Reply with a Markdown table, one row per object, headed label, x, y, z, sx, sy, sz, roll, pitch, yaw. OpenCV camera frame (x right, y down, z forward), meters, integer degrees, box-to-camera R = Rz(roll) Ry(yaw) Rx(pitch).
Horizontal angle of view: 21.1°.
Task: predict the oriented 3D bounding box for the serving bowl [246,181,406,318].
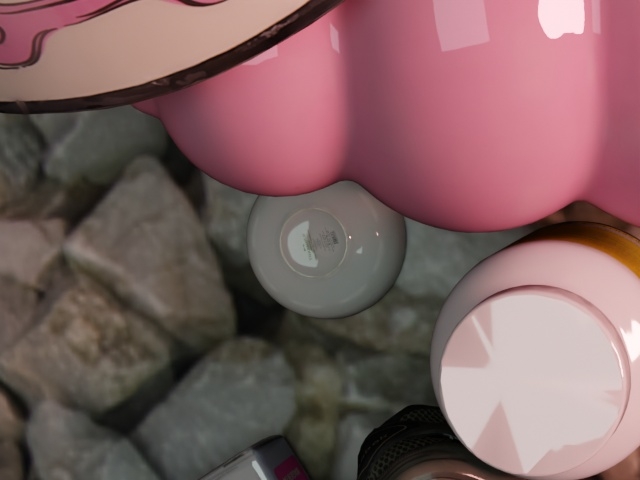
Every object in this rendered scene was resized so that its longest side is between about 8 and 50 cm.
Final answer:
| label | x | y | z | sx | sy | sz | roll | pitch | yaw |
| --- | --- | --- | --- | --- | --- | --- | --- | --- | --- |
| serving bowl | 0.000 | 0.000 | 0.862 | 0.083 | 0.027 | 0.083 | 1 | 95 | 14 |

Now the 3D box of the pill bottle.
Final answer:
| label | x | y | z | sx | sy | sz | roll | pitch | yaw |
| --- | --- | --- | --- | --- | --- | --- | --- | --- | --- |
| pill bottle | 0.105 | 0.048 | 0.755 | 0.103 | 0.184 | 0.103 | 1 | 95 | 15 |

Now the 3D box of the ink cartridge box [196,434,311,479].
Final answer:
| label | x | y | z | sx | sy | sz | roll | pitch | yaw |
| --- | --- | --- | --- | --- | --- | --- | --- | --- | --- |
| ink cartridge box | -0.020 | 0.278 | 0.874 | 0.186 | 0.065 | 0.311 | -33 | 84 | 16 |

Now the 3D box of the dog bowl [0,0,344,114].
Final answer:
| label | x | y | z | sx | sy | sz | roll | pitch | yaw |
| --- | --- | --- | --- | --- | --- | --- | --- | --- | --- |
| dog bowl | -0.110 | -0.264 | 0.656 | 0.408 | 0.150 | 0.408 | -8 | 70 | 21 |

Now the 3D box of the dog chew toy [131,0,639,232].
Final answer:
| label | x | y | z | sx | sy | sz | roll | pitch | yaw |
| --- | --- | --- | --- | --- | --- | --- | --- | --- | --- |
| dog chew toy | 0.082 | -0.095 | 0.715 | 0.332 | 0.206 | 0.206 | -5 | 93 | 0 |

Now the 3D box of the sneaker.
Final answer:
| label | x | y | z | sx | sy | sz | roll | pitch | yaw |
| --- | --- | --- | --- | --- | --- | --- | --- | --- | --- |
| sneaker | 0.113 | 0.144 | 0.822 | 0.227 | 0.130 | 0.087 | 27 | 102 | -17 |
